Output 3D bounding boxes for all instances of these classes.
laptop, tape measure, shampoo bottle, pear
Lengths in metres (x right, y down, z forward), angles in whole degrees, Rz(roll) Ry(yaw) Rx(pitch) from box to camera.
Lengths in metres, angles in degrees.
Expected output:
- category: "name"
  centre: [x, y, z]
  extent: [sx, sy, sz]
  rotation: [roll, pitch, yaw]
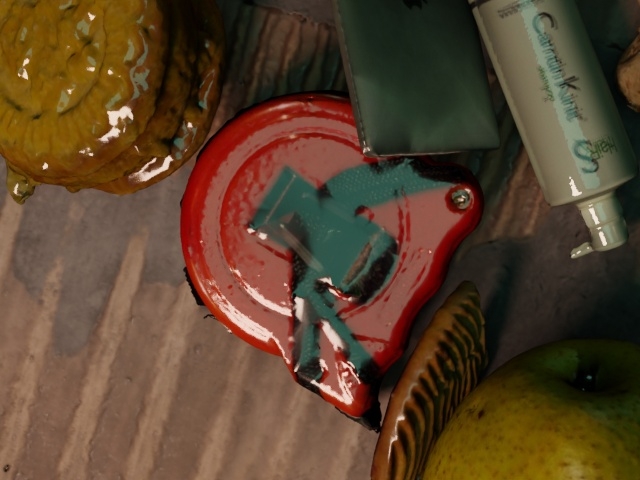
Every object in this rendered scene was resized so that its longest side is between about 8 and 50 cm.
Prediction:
- category: "laptop"
  centre: [0.070, -0.201, 0.945]
  extent: [0.015, 0.187, 0.269]
  rotation: [-15, 85, 43]
- category: "tape measure"
  centre: [0.000, -0.001, 1.000]
  extent: [0.260, 0.114, 0.253]
  rotation: [31, 96, 3]
- category: "shampoo bottle"
  centre: [0.205, -0.117, 0.982]
  extent: [0.085, 0.085, 0.262]
  rotation: [-21, 92, 8]
- category: "pear"
  centre: [0.212, 0.215, 0.905]
  extent: [0.294, 0.294, 0.294]
  rotation: [0, 94, 7]

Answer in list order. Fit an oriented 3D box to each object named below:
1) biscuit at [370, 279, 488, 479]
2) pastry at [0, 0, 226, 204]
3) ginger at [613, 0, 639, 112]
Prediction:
- category: "biscuit"
  centre: [0.099, 0.158, 1.002]
  extent: [0.031, 0.176, 0.229]
  rotation: [23, 136, 28]
- category: "pastry"
  centre: [-0.207, -0.162, 0.983]
  extent: [0.235, 0.132, 0.240]
  rotation: [-6, 82, 22]
- category: "ginger"
  centre: [0.313, -0.201, 0.966]
  extent: [0.104, 0.080, 0.204]
  rotation: [31, 95, -2]
